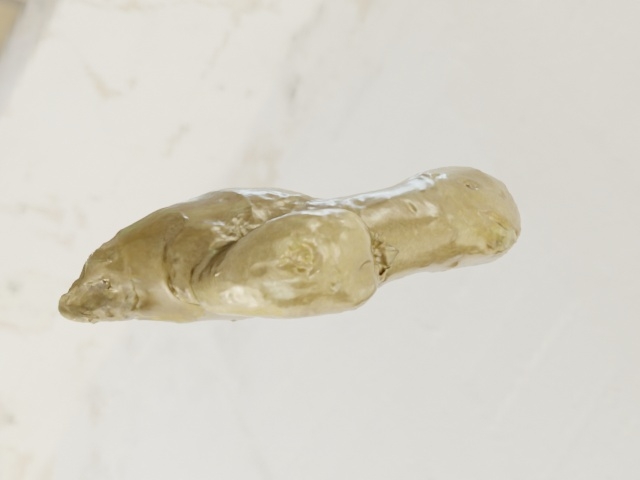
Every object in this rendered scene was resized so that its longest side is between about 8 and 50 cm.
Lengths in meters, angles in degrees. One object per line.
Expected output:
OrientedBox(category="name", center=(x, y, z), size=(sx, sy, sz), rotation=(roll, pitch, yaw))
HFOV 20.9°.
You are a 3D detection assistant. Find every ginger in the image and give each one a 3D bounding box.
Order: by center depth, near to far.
OrientedBox(category="ginger", center=(-0.001, -0.001, 0.783), size=(0.133, 0.214, 0.059), rotation=(-1, -80, 43))
